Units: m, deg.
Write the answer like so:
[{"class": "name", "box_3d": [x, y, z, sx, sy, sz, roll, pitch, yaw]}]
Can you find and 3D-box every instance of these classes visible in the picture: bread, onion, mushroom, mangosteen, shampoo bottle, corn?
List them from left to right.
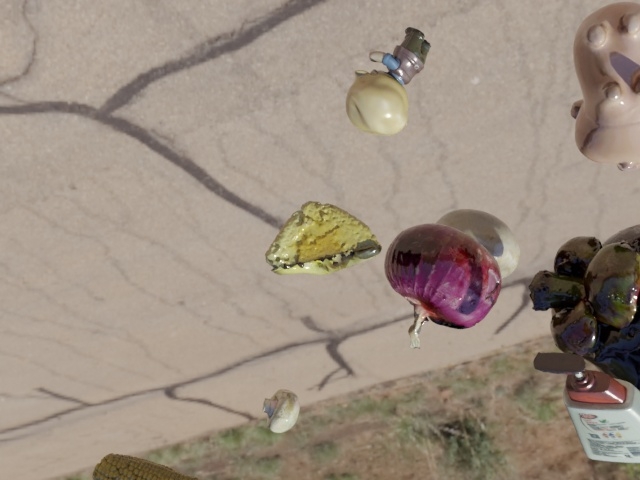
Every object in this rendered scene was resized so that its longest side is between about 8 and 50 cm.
[{"class": "corn", "box_3d": [-0.387, 0.589, 1.730, 0.318, 0.115, 0.115, 20, 155, 8]}, {"class": "mushroom", "box_3d": [-0.076, 0.319, 1.365, 0.068, 0.083, 0.083, 15, 148, -11]}, {"class": "bread", "box_3d": [0.000, 0.000, 1.659, 0.262, 0.162, 0.204, -8, 170, -2]}, {"class": "onion", "box_3d": [0.283, 0.072, 1.736, 0.256, 0.272, 0.230, -17, 134, 39]}, {"class": "mushroom", "box_3d": [0.471, 0.056, 2.281, 0.298, 0.289, 0.297, 23, 167, 6]}, {"class": "shampoo bottle", "box_3d": [0.445, 0.263, 1.161, 0.153, 0.071, 0.284, -11, 132, 41]}, {"class": "mangosteen", "box_3d": [0.667, 0.128, 1.482, 0.421, 0.380, 0.381, 36, 138, -10]}]

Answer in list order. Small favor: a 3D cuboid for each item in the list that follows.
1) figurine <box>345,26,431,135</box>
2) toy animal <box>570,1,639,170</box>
[{"class": "figurine", "box_3d": [0.118, -0.275, 1.252, 0.108, 0.195, 0.114, 21, 171, 31]}, {"class": "toy animal", "box_3d": [0.601, -0.301, 1.445, 0.237, 0.326, 0.269, -4, -177, 27]}]
